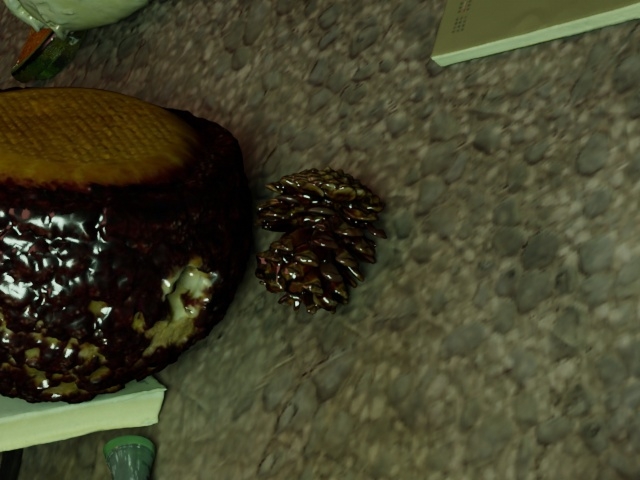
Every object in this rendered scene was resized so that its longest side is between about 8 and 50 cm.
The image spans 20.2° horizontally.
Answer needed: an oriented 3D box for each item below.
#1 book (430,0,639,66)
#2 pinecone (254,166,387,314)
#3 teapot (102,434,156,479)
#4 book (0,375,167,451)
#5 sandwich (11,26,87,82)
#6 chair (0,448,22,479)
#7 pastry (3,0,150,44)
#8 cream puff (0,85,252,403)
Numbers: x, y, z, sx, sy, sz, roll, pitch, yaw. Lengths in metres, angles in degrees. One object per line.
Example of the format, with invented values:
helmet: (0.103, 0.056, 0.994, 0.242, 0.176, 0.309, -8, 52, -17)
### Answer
book: (0.150, -0.173, 0.994, 0.199, 0.016, 0.138, -9, 57, 47)
pinecone: (0.000, 0.000, 1.000, 0.077, 0.077, 0.083, -1, 87, 51)
teapot: (-0.109, 0.158, 1.037, 0.043, 0.043, 0.110, -40, 36, 24)
book: (-0.266, 0.090, 1.111, 0.201, 0.290, 0.026, 35, 129, 56)
sandwich: (-0.206, -0.174, 1.431, 0.069, 0.026, 0.101, -14, 50, 51)
chair: (-0.204, 0.171, 1.086, 0.113, 0.106, 0.229, -32, 43, 34)
pastry: (-0.174, -0.230, 1.362, 0.166, 0.088, 0.165, -17, 49, 21)
cream puff: (-0.157, 0.002, 1.071, 0.239, 0.239, 0.164, -138, 48, -55)
